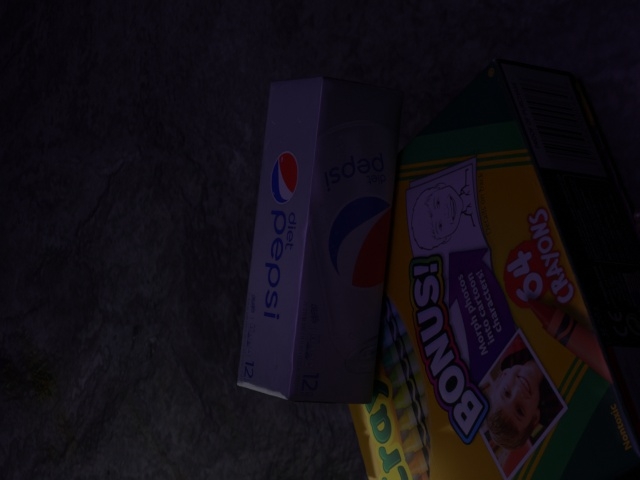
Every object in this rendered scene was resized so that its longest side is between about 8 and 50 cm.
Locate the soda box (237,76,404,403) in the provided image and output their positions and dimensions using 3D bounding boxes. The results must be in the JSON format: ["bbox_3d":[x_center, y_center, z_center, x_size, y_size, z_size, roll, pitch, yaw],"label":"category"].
[{"bbox_3d":[0.000,0.000,1.266,0.098,0.091,0.286,5,89,58],"label":"soda box"}]

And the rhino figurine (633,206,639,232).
[{"bbox_3d":[0.293,-0.011,1.050,0.106,0.073,0.243,5,91,57],"label":"rhino figurine"}]

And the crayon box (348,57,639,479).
[{"bbox_3d":[0.144,0.083,1.215,0.313,0.106,0.363,-44,52,43],"label":"crayon box"}]
